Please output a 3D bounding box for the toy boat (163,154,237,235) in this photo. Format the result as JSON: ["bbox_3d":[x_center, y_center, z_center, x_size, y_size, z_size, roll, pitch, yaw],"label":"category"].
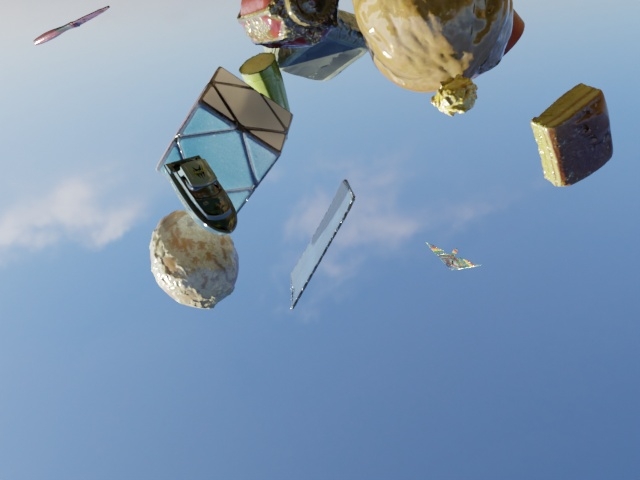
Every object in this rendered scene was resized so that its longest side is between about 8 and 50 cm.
[{"bbox_3d":[-0.149,-0.055,0.923,0.055,0.060,0.141,-20,-124,-28],"label":"toy boat"}]

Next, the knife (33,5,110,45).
[{"bbox_3d":[-0.537,-0.463,1.551,0.247,0.018,0.035,-11,-170,30],"label":"knife"}]

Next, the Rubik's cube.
[{"bbox_3d":[-0.204,-0.215,1.562,0.205,0.205,0.207,31,-149,-15],"label":"Rubik's cube"}]

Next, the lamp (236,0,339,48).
[{"bbox_3d":[-0.065,-0.473,1.451,0.177,0.177,0.274,-15,-162,-22],"label":"lamp"}]

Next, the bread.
[{"bbox_3d":[0.673,-0.270,1.897,0.184,0.234,0.110,-35,-137,-2],"label":"bread"}]

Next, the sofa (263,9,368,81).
[{"bbox_3d":[-0.008,-0.519,1.757,0.210,0.176,0.225,2,159,-40],"label":"sofa"}]

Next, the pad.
[{"bbox_3d":[0.000,0.000,1.544,0.012,0.269,0.270,28,-168,-8],"label":"pad"}]

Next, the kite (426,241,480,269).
[{"bbox_3d":[0.272,0.038,1.487,0.122,0.090,0.004,27,-117,15],"label":"kite"}]

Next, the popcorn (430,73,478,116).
[{"bbox_3d":[0.234,-0.251,1.249,0.083,0.057,0.082,-15,-147,11],"label":"popcorn"}]

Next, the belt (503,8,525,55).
[{"bbox_3d":[0.358,-0.505,1.803,0.227,0.115,0.324,-50,-160,-13],"label":"belt"}]

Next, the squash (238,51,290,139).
[{"bbox_3d":[-0.119,-0.332,1.735,0.094,0.224,0.094,-13,-145,9],"label":"squash"}]

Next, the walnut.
[{"bbox_3d":[0.209,-0.436,1.338,0.305,0.344,0.306,-14,165,-4],"label":"walnut"}]

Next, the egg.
[{"bbox_3d":[-0.299,0.045,1.692,0.203,0.245,0.203,-32,179,-1],"label":"egg"}]
